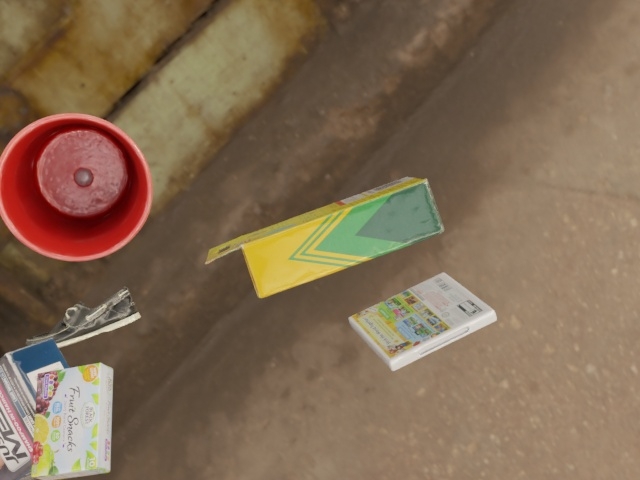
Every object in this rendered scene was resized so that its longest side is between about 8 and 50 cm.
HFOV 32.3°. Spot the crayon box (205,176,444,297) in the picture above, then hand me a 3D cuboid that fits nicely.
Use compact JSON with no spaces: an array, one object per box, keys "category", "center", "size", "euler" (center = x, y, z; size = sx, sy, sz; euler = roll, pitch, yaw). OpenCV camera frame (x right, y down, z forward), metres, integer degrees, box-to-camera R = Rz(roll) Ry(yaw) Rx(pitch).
[{"category":"crayon box","center":[0.000,0.000,1.560],"size":[0.319,0.081,0.202],"euler":[-19,5,-1]}]

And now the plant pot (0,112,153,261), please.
[{"category":"plant pot","center":[-0.451,-0.111,2.062],"size":[0.275,0.275,0.243],"euler":[-41,13,0]}]

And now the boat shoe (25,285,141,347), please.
[{"category":"boat shoe","center":[-0.482,0.162,2.210],"size":[0.233,0.079,0.084],"euler":[-21,6,-18]}]

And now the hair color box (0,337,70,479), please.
[{"category":"hair color box","center":[-0.528,0.322,1.824],"size":[0.347,0.105,0.173],"euler":[-38,78,34]}]

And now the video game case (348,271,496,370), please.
[{"category":"video game case","center":[0.178,0.141,1.980],"size":[0.206,0.026,0.227],"euler":[-25,22,-9]}]

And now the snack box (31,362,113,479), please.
[{"category":"snack box","center":[-0.325,0.239,1.452],"size":[0.100,0.037,0.141],"euler":[-11,66,17]}]
